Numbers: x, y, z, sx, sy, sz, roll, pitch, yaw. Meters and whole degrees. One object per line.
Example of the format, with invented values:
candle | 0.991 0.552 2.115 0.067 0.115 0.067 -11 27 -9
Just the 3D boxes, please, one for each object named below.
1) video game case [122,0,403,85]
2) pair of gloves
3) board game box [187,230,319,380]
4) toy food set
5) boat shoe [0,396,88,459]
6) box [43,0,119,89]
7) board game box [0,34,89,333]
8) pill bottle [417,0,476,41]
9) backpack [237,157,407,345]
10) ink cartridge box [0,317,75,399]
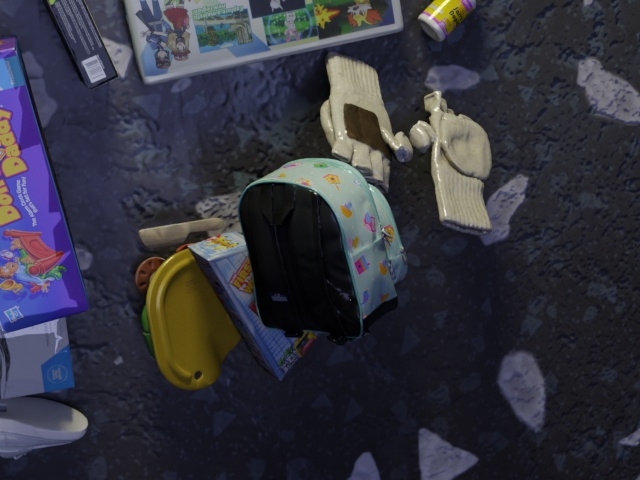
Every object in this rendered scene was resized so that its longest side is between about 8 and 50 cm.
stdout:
video game case | -0.079 -0.360 1.173 0.329 0.036 0.300 -15 107 -15
pair of gloves | 0.111 -0.123 1.216 0.240 0.204 0.042 23 137 -21
board game box | -0.056 0.036 1.226 0.194 0.060 0.194 -50 126 -10
toy food set | -0.171 0.072 1.236 0.128 0.071 0.218 -20 112 -37
boat shoe | -0.374 0.230 1.207 0.184 0.066 0.063 4 116 -21
box | -0.282 -0.268 1.088 0.036 0.114 0.207 -26 110 -10
board game box | -0.307 -0.076 1.001 0.078 0.347 0.233 -15 106 -13
pill bottle | 0.164 -0.291 1.261 0.083 0.043 0.043 -46 111 -3
backpack | 0.000 0.000 1.120 0.144 0.166 0.188 -40 122 -39
ink cartridge box | -0.384 0.130 1.179 0.180 0.060 0.104 -8 106 -16
